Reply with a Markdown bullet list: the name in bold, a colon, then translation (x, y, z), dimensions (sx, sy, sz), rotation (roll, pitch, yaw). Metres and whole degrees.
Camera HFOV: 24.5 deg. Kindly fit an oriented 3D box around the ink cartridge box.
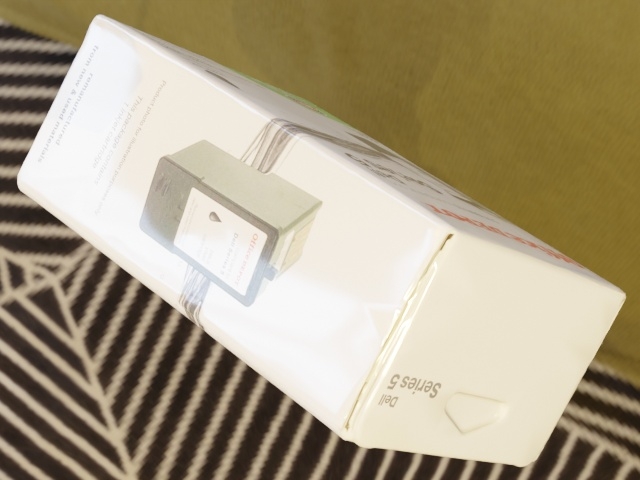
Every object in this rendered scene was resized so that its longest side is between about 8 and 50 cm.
- **ink cartridge box**: translation (0.000, 0.000, 0.807), dimensions (0.273, 0.198, 0.115), rotation (34, 100, 36)
